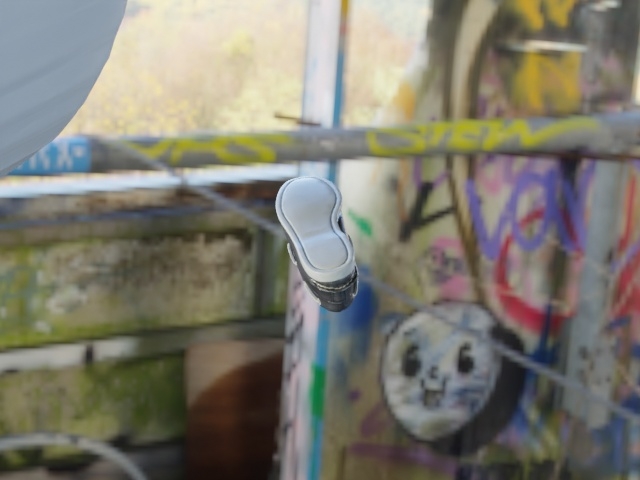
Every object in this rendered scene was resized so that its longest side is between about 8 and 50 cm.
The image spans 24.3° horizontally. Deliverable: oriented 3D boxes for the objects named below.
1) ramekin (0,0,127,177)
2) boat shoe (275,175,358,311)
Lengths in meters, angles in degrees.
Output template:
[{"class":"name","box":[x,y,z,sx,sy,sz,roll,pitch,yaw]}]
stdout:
[{"class":"ramekin","box":[-0.180,-0.115,0.416,0.277,0.277,0.135,15,30,34]},{"class":"boat shoe","box":[0.000,0.000,0.987,0.046,0.038,0.125,-14,35,-8]}]
